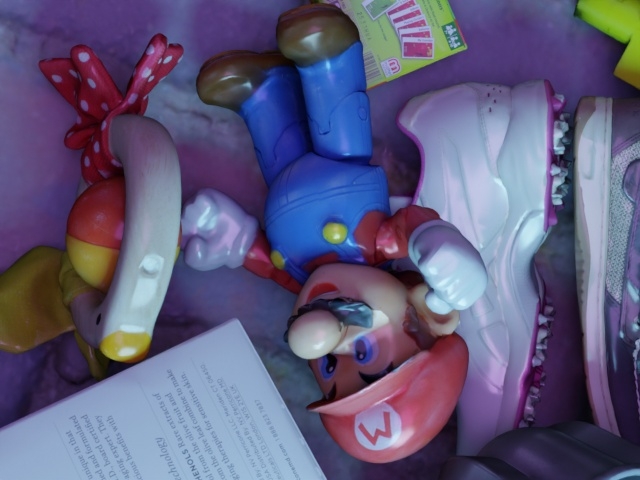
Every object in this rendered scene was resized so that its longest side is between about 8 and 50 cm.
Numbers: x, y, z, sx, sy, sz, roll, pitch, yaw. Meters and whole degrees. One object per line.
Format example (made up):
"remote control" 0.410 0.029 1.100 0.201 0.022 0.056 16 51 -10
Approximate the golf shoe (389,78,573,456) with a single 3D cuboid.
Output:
"golf shoe" 0.109 0.029 1.461 0.140 0.115 0.306 5 91 9

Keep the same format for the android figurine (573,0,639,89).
"android figurine" 0.331 -0.156 1.439 0.273 0.056 0.248 30 114 14

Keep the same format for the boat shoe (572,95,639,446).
"boat shoe" 0.241 0.032 1.457 0.092 0.103 0.285 -4 95 16

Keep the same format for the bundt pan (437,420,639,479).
"bundt pan" 0.135 0.269 1.396 0.331 0.124 0.331 -24 131 -31

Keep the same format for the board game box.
"board game box" 0.030 -0.209 1.459 0.092 0.043 0.181 -23 96 -7

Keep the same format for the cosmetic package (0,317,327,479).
"cosmetic package" -0.185 0.218 1.342 0.365 0.197 0.155 -27 71 -10

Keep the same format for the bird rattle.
"bird rattle" -0.137 -0.018 1.373 0.143 0.207 0.253 17 99 -27

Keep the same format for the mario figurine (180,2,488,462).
"mario figurine" 0.000 0.000 1.358 0.170 0.198 0.320 -14 76 -17
